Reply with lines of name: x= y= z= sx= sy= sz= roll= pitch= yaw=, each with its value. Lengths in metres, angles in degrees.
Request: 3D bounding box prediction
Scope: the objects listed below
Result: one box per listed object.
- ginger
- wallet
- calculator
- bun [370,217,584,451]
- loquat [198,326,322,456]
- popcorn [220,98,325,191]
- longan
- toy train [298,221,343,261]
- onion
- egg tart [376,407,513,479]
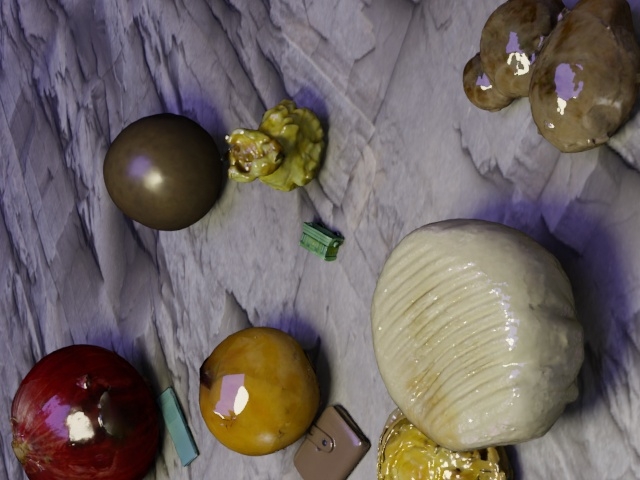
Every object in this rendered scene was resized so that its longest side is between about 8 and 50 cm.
ginger: x=0.349 y=-0.275 z=1.542 sx=0.304 sy=0.155 sz=0.244 roll=32 pitch=114 yaw=49
wallet: x=0.015 y=0.387 z=1.834 sx=0.118 sy=0.039 sz=0.152 roll=46 pitch=117 yaw=34
calculator: x=-0.307 y=0.399 z=2.145 sx=0.057 sy=0.018 sz=0.172 roll=-47 pitch=56 yaw=30
bun: x=0.247 y=0.139 z=1.525 sx=0.365 sy=0.219 sz=0.365 roll=0 pitch=90 yaw=51
loquat: x=-0.114 y=0.275 z=1.839 sx=0.235 sy=0.235 sz=0.234 roll=-7 pitch=80 yaw=42
popcorn: x=-0.080 y=-0.178 z=1.886 sx=0.174 sy=0.195 sz=0.168 roll=32 pitch=108 yaw=34
longan: x=-0.326 y=-0.137 z=2.080 sx=0.258 sy=0.258 sz=0.258 roll=-7 pitch=80 yaw=42
toy train: x=0.000 y=0.000 z=1.898 sx=0.093 sy=0.038 sz=0.056 roll=31 pitch=112 yaw=40
onion: x=-0.498 y=0.382 z=2.122 sx=0.341 sy=0.341 sz=0.341 roll=-7 pitch=80 yaw=42
egg tart: x=0.181 y=0.393 z=1.632 sx=0.291 sy=0.107 sz=0.290 roll=-7 pitch=80 yaw=43
